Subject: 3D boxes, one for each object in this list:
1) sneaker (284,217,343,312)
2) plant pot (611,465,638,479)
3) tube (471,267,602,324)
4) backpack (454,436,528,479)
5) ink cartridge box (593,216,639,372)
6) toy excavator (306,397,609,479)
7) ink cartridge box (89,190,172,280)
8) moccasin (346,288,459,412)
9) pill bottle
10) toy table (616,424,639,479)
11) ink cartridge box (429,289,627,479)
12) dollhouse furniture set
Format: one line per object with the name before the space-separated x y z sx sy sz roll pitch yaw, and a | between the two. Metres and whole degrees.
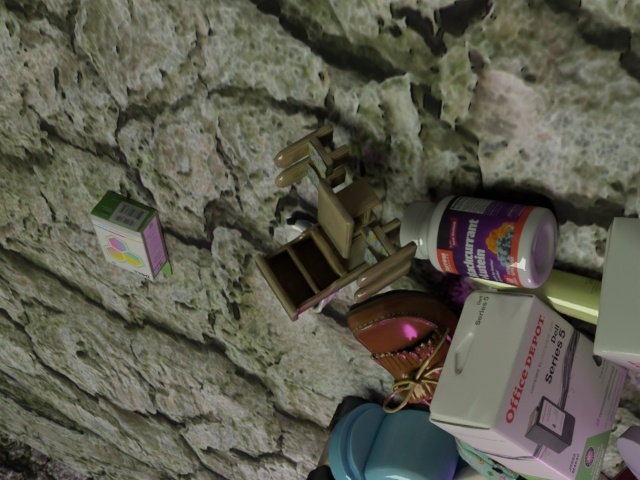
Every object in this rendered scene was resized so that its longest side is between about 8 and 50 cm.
sneaker | -0.018 0.045 1.669 0.071 0.083 0.191 9 140 36
plant pot | 0.559 0.445 1.633 0.180 0.201 0.201 52 147 -1
tube | 0.318 0.065 1.411 0.240 0.062 0.070 17 162 19
backpack | 0.318 0.347 1.756 0.182 0.152 0.115 28 145 32
ink cartridge box | 0.525 0.091 1.087 0.384 0.161 0.279 5 168 38
toy excavator | 0.247 0.445 1.899 0.433 0.222 0.445 38 140 -12
ink cartridge box | -0.353 0.009 1.930 0.109 0.062 0.209 21 147 16
moccasin | 0.157 0.188 1.549 0.139 0.147 0.380 -18 145 17
pill bottle | 0.209 -0.003 1.376 0.193 0.108 0.108 10 142 32
toy table | 0.522 0.282 1.379 0.252 0.161 0.274 49 175 4
ink cartridge box | 0.299 0.216 1.447 0.114 0.198 0.273 1 154 47
dollhouse furniture set | 0.000 0.000 1.438 0.212 0.161 0.242 56 168 16
